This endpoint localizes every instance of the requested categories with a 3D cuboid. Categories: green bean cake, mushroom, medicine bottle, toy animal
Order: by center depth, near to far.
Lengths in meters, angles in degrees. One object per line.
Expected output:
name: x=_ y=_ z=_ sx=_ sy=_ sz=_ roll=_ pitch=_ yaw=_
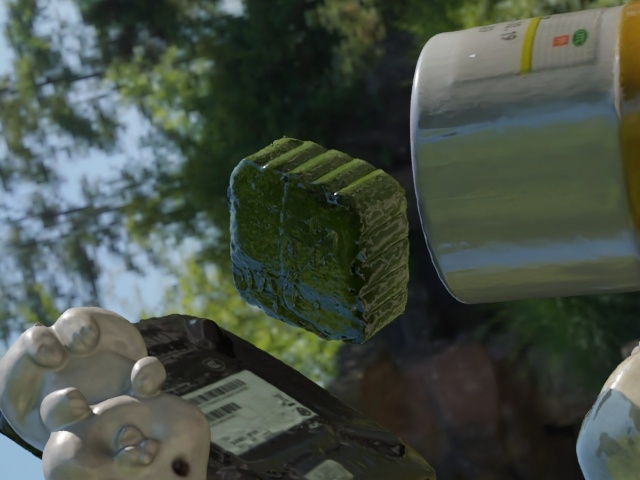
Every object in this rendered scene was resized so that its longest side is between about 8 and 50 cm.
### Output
toy animal: x=-0.164 y=0.160 z=1.130 sx=0.193 sy=0.127 sz=0.178 roll=56 pitch=152 yaw=25
medicine bottle: x=0.215 y=-0.072 z=1.220 sx=0.238 sy=0.231 sz=0.238 roll=-5 pitch=-90 yaw=-69
mushroom: x=0.398 y=0.191 z=1.567 sx=0.234 sy=0.260 sz=0.254 roll=-97 pitch=14 yaw=-53
green bean cake: x=0.000 y=0.000 z=1.709 sx=0.113 sy=0.200 sz=0.214 roll=-37 pitch=-42 yaw=-44

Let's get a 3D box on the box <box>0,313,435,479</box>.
box: x=-0.094 y=0.194 z=1.432 sx=0.359 sy=0.350 sz=0.091 roll=-14 pitch=-52 yaw=-60
